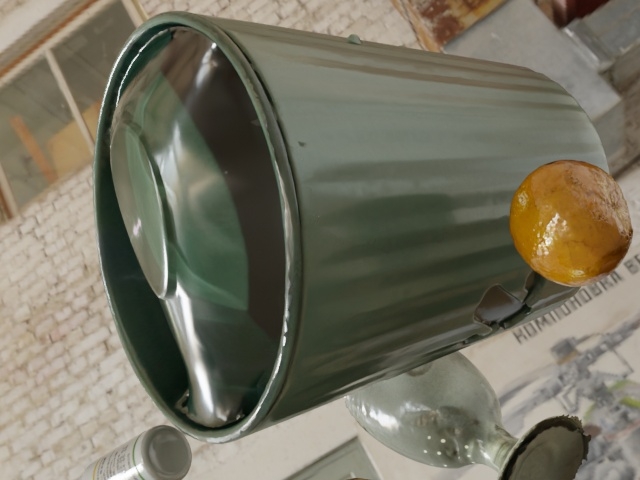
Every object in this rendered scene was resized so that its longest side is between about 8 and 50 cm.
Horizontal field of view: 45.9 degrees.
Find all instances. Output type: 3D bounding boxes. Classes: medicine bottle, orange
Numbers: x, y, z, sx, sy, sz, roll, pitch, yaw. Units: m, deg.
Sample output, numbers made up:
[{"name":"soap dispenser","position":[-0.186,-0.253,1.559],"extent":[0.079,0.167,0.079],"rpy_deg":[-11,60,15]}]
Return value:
[{"name":"medicine bottle","position":[-0.212,0.271,0.814],"extent":[0.221,0.092,0.061],"rpy_deg":[-34,16,36]},{"name":"orange","position":[0.159,-0.011,0.483],"extent":[0.070,0.083,0.083],"rpy_deg":[-32,-21,36]}]

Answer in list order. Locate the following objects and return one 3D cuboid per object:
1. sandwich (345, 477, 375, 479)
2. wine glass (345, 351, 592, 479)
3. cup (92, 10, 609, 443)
[{"name":"sandwich","position":[0.125,0.355,0.754],"extent":[0.226,0.251,0.087],"rpy_deg":[11,-74,-12]},{"name":"wine glass","position":[0.190,0.256,1.083],"extent":[0.190,0.357,0.190],"rpy_deg":[-14,-64,-31]},{"name":"cup","position":[0.000,-0.025,0.685],"extent":[0.392,0.310,0.401],"rpy_deg":[-7,6,-36]}]
